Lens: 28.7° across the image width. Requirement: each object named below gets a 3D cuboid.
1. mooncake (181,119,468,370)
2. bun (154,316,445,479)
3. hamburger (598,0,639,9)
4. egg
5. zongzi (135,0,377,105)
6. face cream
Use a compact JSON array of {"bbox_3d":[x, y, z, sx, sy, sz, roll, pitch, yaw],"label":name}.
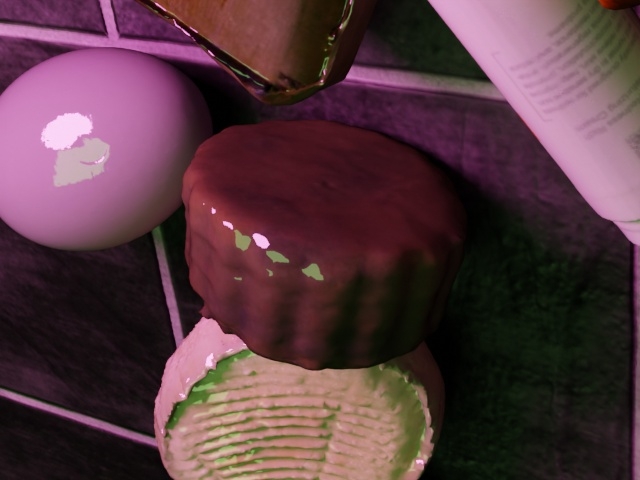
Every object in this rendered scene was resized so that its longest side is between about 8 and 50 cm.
[{"bbox_3d":[0.000,0.000,0.980,0.228,0.228,0.124,24,125,21],"label":"mooncake"},{"bbox_3d":[-0.016,0.129,1.106,0.259,0.152,0.259,-1,126,-1],"label":"bun"},{"bbox_3d":[0.193,-0.267,0.616,0.225,0.291,0.291,-23,106,13],"label":"hamburger"},{"bbox_3d":[-0.195,-0.083,1.101,0.232,0.176,0.176,-21,106,33],"label":"egg"},{"bbox_3d":[-0.071,-0.333,0.836,0.356,0.174,0.393,31,124,5],"label":"zongzi"},{"bbox_3d":[0.176,-0.105,0.818,0.102,0.102,0.345,-16,128,42],"label":"face cream"}]
